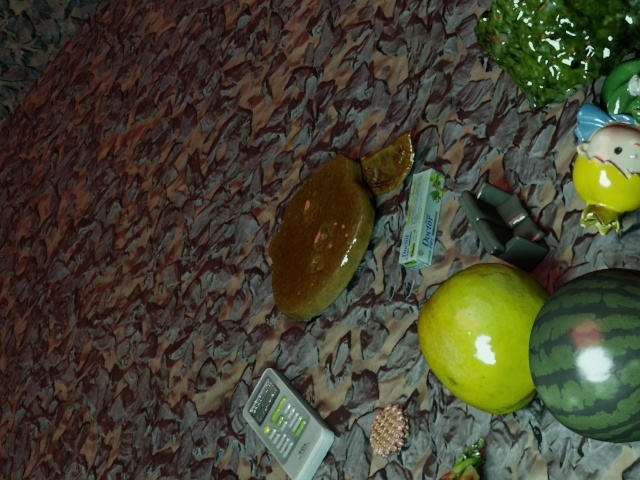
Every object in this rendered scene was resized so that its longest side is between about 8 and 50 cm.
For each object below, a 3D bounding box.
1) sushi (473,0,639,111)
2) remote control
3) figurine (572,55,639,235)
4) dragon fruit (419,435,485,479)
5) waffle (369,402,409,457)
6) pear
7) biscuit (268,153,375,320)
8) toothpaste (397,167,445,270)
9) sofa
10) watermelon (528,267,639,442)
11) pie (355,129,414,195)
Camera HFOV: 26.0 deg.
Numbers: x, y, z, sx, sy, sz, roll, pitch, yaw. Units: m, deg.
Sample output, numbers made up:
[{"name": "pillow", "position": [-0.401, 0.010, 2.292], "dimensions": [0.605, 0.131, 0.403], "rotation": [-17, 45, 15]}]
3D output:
[{"name": "sushi", "position": [0.377, -0.329, 1.842], "dimensions": [0.352, 0.178, 0.294], "rotation": [-37, 0, -3]}, {"name": "remote control", "position": [-0.056, 0.304, 2.292], "dimensions": [0.103, 0.034, 0.250], "rotation": [-60, 30, 8]}, {"name": "figurine", "position": [0.417, -0.127, 1.802], "dimensions": [0.185, 0.127, 0.234], "rotation": [-9, 49, 50]}, {"name": "dragon fruit", "position": [0.168, 0.363, 1.819], "dimensions": [0.236, 0.135, 0.137], "rotation": [-52, 22, -14]}, {"name": "waffle", "position": [0.103, 0.286, 2.066], "dimensions": [0.075, 0.029, 0.083], "rotation": [-38, 42, 38]}, {"name": "pear", "position": [0.228, 0.126, 1.834], "dimensions": [0.200, 0.200, 0.200], "rotation": [-37, 40, 39]}, {"name": "biscuit", "position": [0.001, 0.001, 2.406], "dimensions": [0.273, 0.049, 0.257], "rotation": [-49, 37, 29]}, {"name": "toothpaste", "position": [0.161, -0.035, 2.205], "dimensions": [0.046, 0.034, 0.164], "rotation": [-19, 53, 50]}, {"name": "sofa", "position": [0.264, -0.028, 1.990], "dimensions": [0.060, 0.085, 0.147], "rotation": [-54, 31, 23]}, {"name": "watermelon", "position": [0.349, 0.133, 1.622], "dimensions": [0.212, 0.212, 0.212], "rotation": [-37, 40, 39]}, {"name": "pie", "position": [0.110, -0.120, 2.350], "dimensions": [0.191, 0.033, 0.088], "rotation": [-23, 61, 59]}]
